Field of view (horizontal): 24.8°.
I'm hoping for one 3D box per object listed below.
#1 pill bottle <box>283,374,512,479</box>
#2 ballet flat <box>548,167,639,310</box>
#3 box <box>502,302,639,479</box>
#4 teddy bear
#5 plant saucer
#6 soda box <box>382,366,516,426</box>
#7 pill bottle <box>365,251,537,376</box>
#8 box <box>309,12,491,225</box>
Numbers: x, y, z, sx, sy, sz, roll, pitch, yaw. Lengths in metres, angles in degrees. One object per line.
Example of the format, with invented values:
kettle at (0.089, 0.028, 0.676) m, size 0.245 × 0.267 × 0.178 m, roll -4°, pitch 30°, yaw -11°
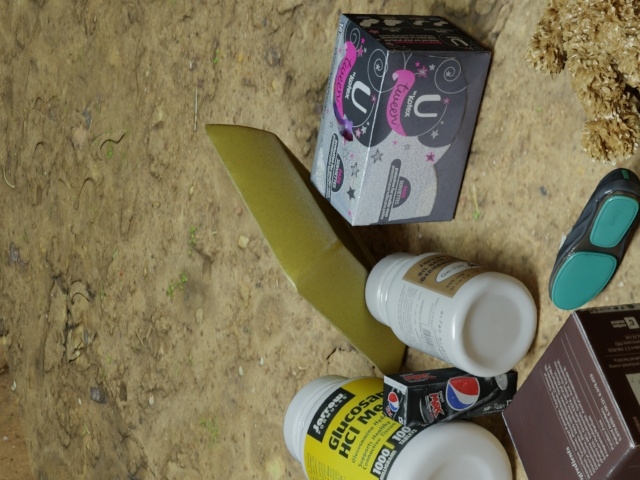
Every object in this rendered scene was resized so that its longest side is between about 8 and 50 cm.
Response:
pill bottle at (0.089, 0.291, 1.958) m, size 0.334 × 0.188 × 0.187 m, roll 19°, pitch 110°, yaw 58°
ballet flat at (0.314, -0.006, 1.660) m, size 0.074 × 0.074 × 0.203 m, roll 63°, pitch 149°, yaw 35°
box at (0.323, 0.190, 1.530) m, size 0.203 × 0.168 × 0.167 m, roll 115°, pitch 145°, yaw -47°
teddy bear at (0.314, -0.250, 1.578) m, size 0.245 × 0.113 × 0.338 m, roll 6°, pitch 99°, yaw 58°
plant saucer at (0.000, 0.000, 2.043) m, size 0.081 × 0.333 × 0.333 m, roll -35°, pitch 52°, yaw 6°
soda box at (0.163, 0.193, 1.835) m, size 0.060 × 0.169 × 0.053 m, roll 19°, pitch 111°, yaw 58°
pill bottle at (0.159, 0.085, 1.867) m, size 0.229 × 0.131 × 0.131 m, roll 20°, pitch 111°, yaw 58°
box at (0.100, -0.158, 1.908) m, size 0.142 × 0.163 × 0.247 m, roll 45°, pitch 132°, yaw 51°
